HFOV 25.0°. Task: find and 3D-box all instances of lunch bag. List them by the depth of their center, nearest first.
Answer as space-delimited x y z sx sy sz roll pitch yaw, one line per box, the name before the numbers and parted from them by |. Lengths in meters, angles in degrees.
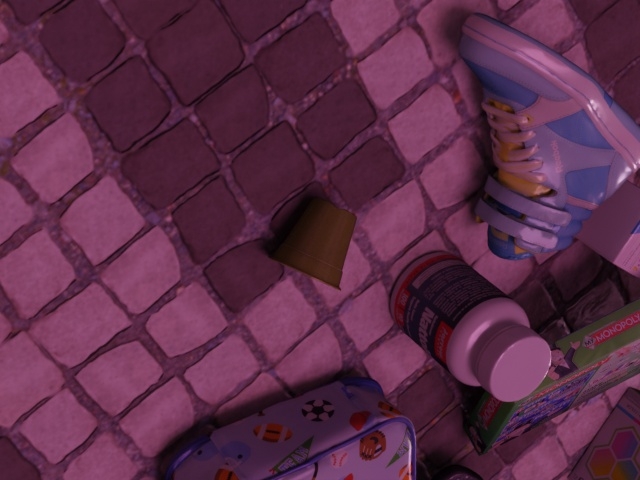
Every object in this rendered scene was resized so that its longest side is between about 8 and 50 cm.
lunch bag | -0.037 0.299 1.619 0.303 0.115 0.243 -19 131 -22

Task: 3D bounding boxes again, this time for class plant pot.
plant pot | 0.000 0.000 1.496 0.083 0.083 0.079 27 88 -41

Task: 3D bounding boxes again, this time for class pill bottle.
pill bottle | 0.167 0.097 1.590 0.108 0.180 0.108 -16 124 -26

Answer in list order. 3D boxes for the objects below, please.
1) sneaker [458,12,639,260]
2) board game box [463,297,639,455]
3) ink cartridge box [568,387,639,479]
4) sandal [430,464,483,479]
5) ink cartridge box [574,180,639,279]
sneaker | 0.216 -0.093 1.549 0.319 0.127 0.208 33 94 -41
board game box | 0.335 0.143 1.737 0.317 0.046 0.213 -24 159 -16
ink cartridge box | 0.406 0.315 1.926 0.062 0.109 0.209 26 101 -40
sandal | 0.181 0.356 1.846 0.097 0.054 0.254 -35 140 -3
ink cartridge box | 0.387 -0.006 1.737 0.143 0.090 0.092 26 101 -41
